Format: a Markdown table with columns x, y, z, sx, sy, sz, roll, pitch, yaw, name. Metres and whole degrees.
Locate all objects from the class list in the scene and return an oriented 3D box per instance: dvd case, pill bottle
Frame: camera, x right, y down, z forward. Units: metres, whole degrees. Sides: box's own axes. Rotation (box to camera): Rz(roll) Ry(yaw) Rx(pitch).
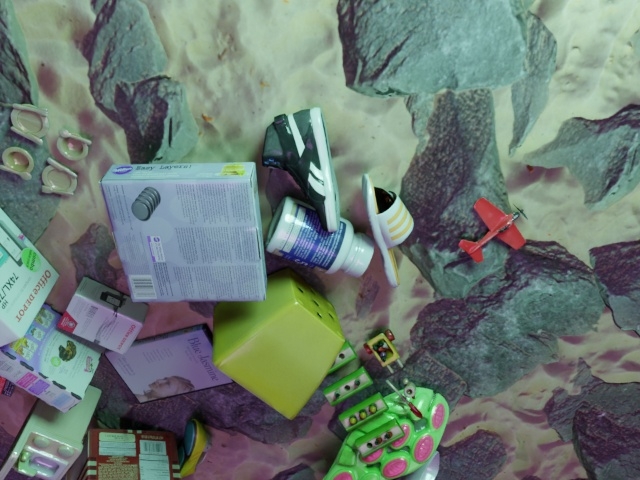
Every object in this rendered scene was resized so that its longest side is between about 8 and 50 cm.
| x | y | z | sx | sy | sz | roll | pitch | yaw | name |
| --- | --- | --- | --- | --- | --- | --- | --- | --- | --- |
| -0.777 | 0.319 | 1.383 | 0.119 | 0.013 | 0.087 | 23 | 121 | -15 | dvd case |
| 0.000 | 0.000 | 1.103 | 0.187 | 0.112 | 0.112 | 21 | 121 | -13 | pill bottle |
| -0.341 | 0.289 | 1.353 | 0.253 | 0.022 | 0.180 | -15 | 122 | 10 | dvd case |

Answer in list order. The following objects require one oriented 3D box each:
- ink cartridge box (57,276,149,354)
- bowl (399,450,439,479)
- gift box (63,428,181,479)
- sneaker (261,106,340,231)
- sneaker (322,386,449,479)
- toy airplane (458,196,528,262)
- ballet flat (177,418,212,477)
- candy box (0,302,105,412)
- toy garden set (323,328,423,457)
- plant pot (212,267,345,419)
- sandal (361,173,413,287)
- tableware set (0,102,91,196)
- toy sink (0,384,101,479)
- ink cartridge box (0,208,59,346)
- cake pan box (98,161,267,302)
| x | y | z | sx | sy | sz | roll | pitch | yaw | name |
| --- | --- | --- | --- | --- | --- | --- | --- | --- | --- |
| -0.456 | 0.161 | 1.244 | 0.150 | 0.063 | 0.109 | 29 | 119 | -18 | ink cartridge box |
| 0.247 | 0.602 | 1.496 | 0.053 | 0.142 | 0.142 | 23 | 144 | 31 | bowl |
| -0.484 | 0.618 | 1.446 | 0.255 | 0.276 | 0.258 | 17 | 119 | -26 | gift box |
| -0.038 | -0.115 | 1.032 | 0.121 | 0.079 | 0.216 | -8 | 99 | 10 | sneaker |
| 0.123 | 0.532 | 1.435 | 0.185 | 0.202 | 0.482 | 40 | 102 | 8 | sneaker |
| 0.329 | -0.014 | 1.140 | 0.151 | 0.028 | 0.151 | 0 | 124 | 0 | toy airplane |
| -0.317 | 0.524 | 1.488 | 0.077 | 0.077 | 0.231 | 6 | 129 | -29 | ballet flat |
| -0.570 | 0.238 | 1.236 | 0.070 | 0.164 | 0.196 | -37 | 116 | 23 | candy box |
| 0.116 | 0.332 | 1.293 | 0.204 | 0.049 | 0.244 | -32 | 88 | 10 | toy garden set |
| -0.075 | 0.184 | 1.183 | 0.187 | 0.212 | 0.212 | -44 | 114 | 11 | plant pot |
| 0.137 | -0.023 | 1.102 | 0.076 | 0.102 | 0.265 | -15 | 131 | 9 | sandal |
| -0.496 | -0.158 | 1.058 | 0.141 | 0.020 | 0.168 | 24 | 120 | -15 | tableware set |
| -0.612 | 0.449 | 1.336 | 0.131 | 0.234 | 0.153 | 30 | 118 | -18 | toy sink |
| -0.681 | 0.059 | 1.099 | 0.197 | 0.198 | 0.270 | -21 | 122 | 13 | ink cartridge box |
| -0.222 | -0.003 | 1.013 | 0.246 | 0.070 | 0.266 | -1 | 124 | 4 | cake pan box |
